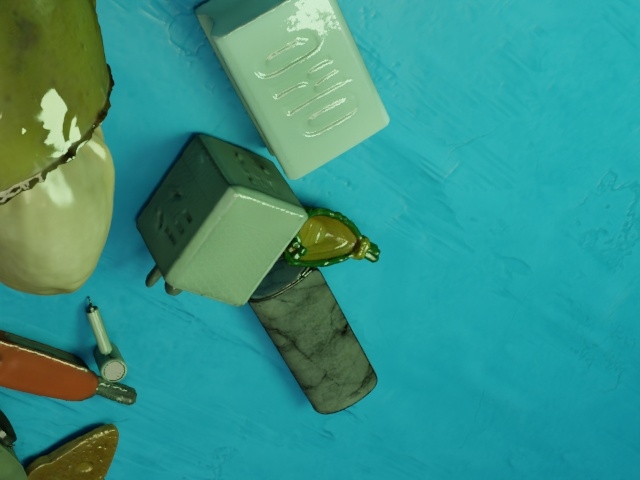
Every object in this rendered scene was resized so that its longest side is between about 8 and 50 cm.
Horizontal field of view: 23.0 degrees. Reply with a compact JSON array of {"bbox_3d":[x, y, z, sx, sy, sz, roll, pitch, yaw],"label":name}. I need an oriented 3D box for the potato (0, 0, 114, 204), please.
[{"bbox_3d":[-0.439,-0.228,1.528,0.442,0.385,0.319,-3,132,20],"label":"potato"}]

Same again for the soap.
[{"bbox_3d":[-0.031,-0.217,1.986,0.160,0.087,0.265,-31,135,-3],"label":"soap"}]

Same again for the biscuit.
[{"bbox_3d":[-0.381,0.358,2.314,0.250,0.035,0.162,-46,139,14],"label":"biscuit"}]

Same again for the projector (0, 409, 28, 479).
[{"bbox_3d":[-0.513,0.300,2.151,0.194,0.088,0.269,-35,136,1],"label":"projector"}]

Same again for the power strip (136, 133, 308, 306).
[{"bbox_3d":[-0.147,-0.004,2.065,0.139,0.140,0.224,19,115,-41],"label":"power strip"}]

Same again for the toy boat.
[{"bbox_3d":[0.000,0.000,2.160,0.229,0.088,0.089,1,116,-60],"label":"toy boat"}]

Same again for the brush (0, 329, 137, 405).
[{"bbox_3d":[-0.386,0.175,2.150,0.323,0.051,0.070,24,106,-37],"label":"brush"}]

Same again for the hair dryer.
[{"bbox_3d":[-0.303,0.131,2.162,0.038,0.063,0.124,-21,114,-11],"label":"hair dryer"}]

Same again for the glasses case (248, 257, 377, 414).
[{"bbox_3d":[-0.011,0.142,2.321,0.114,0.060,0.299,-32,135,-2],"label":"glasses case"}]

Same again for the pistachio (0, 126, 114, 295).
[{"bbox_3d":[-0.348,-0.056,1.870,0.214,0.193,0.318,-18,136,-9],"label":"pistachio"}]
